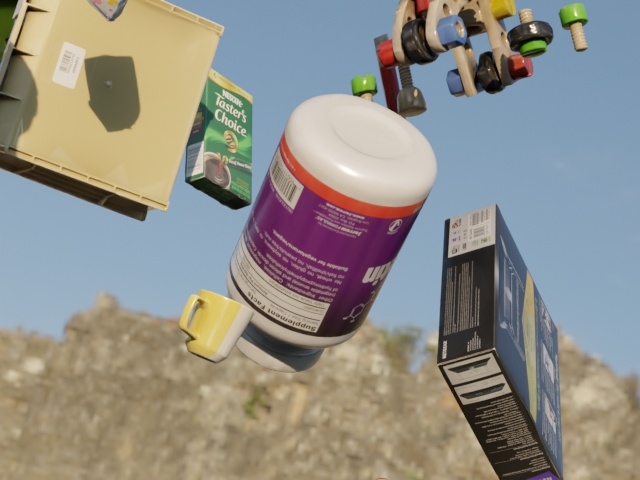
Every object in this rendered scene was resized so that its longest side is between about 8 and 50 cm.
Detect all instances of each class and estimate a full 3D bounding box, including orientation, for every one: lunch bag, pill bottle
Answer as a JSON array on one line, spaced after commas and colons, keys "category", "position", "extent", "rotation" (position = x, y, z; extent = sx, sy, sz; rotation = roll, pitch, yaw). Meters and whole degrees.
[{"category": "lunch bag", "position": [-0.230, -0.295, 1.587], "extent": [0.053, 0.083, 0.071], "rotation": [3, -35, -32]}, {"category": "pill bottle", "position": [0.000, 0.000, 1.688], "extent": [0.182, 0.181, 0.323], "rotation": [16, -55, -12]}]

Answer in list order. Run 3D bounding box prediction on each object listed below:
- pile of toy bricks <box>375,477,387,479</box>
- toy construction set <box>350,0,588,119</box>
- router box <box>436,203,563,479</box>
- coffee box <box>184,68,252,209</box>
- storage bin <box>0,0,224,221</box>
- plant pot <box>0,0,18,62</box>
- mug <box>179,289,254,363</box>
[{"category": "pile of toy bricks", "position": [0.109, 0.354, 1.838], "extent": [0.212, 0.118, 0.105], "rotation": [-5, 10, -3]}, {"category": "toy construction set", "position": [0.148, -0.311, 1.905], "extent": [0.258, 0.237, 0.309], "rotation": [-2, -17, -33]}, {"category": "router box", "position": [0.239, 0.138, 1.883], "extent": [0.081, 0.308, 0.243], "rotation": [-18, -59, 19]}, {"category": "coffee box", "position": [-0.145, -0.149, 2.069], "extent": [0.040, 0.184, 0.113], "rotation": [-18, -31, 31]}, {"category": "storage bin", "position": [-0.290, -0.193, 1.842], "extent": [0.260, 0.262, 0.123], "rotation": [21, -10, -23]}, {"category": "plant pot", "position": [-0.490, -0.369, 2.328], "extent": [0.227, 0.228, 0.207], "rotation": [-2, -57, -14]}, {"category": "mug", "position": [-0.115, 0.088, 1.472], "extent": [0.078, 0.064, 0.062], "rotation": [27, -11, -21]}]
